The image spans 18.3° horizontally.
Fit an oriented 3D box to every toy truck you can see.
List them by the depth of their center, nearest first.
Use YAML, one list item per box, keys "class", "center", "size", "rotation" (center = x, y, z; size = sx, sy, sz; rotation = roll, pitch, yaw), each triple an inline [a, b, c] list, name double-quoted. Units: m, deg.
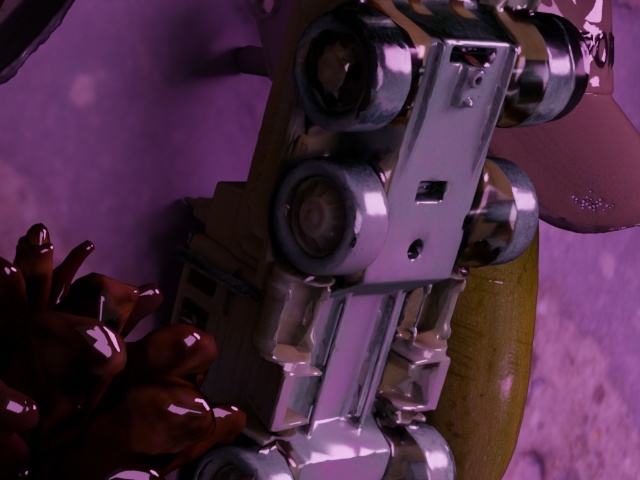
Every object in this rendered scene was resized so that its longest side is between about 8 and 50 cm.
- class: "toy truck"
  center: [0.001, 0.004, 0.832]
  size: [0.128, 0.135, 0.260]
  rotation: [-3, 110, -46]

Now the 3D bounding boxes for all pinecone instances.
- class: "pinecone"
  center: [-0.113, 0.133, 0.670]
  size: [0.246, 0.246, 0.292]
  rotation: [33, 63, -46]

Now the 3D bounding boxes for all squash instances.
- class: "squash"
  center: [0.071, 0.042, 0.960]
  size: [0.066, 0.066, 0.201]
  rotation: [-19, 118, -42]

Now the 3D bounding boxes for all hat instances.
- class: "hat"
  center: [0.122, -0.080, 0.918]
  size: [0.147, 0.175, 0.085]
  rotation: [-8, 141, -50]

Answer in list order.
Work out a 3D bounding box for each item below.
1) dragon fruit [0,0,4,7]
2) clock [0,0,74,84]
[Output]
- class: "dragon fruit"
  center: [-0.216, -0.042, 0.508]
  size: [0.228, 0.286, 0.329]
  rotation: [29, 91, -23]
- class: "clock"
  center: [-0.162, -0.105, 0.603]
  size: [0.215, 0.042, 0.215]
  rotation: [-20, 144, -15]
